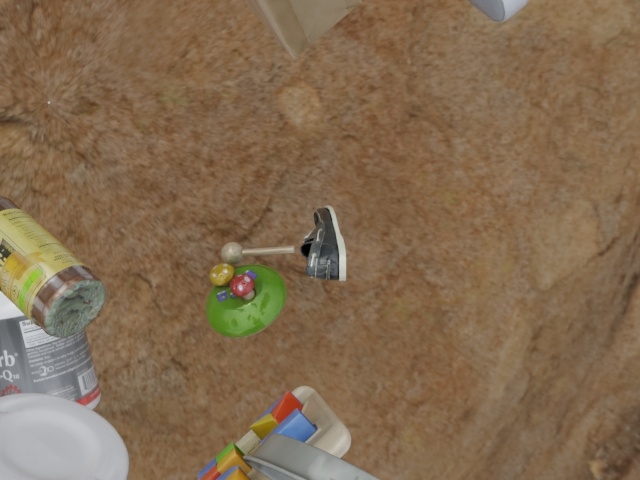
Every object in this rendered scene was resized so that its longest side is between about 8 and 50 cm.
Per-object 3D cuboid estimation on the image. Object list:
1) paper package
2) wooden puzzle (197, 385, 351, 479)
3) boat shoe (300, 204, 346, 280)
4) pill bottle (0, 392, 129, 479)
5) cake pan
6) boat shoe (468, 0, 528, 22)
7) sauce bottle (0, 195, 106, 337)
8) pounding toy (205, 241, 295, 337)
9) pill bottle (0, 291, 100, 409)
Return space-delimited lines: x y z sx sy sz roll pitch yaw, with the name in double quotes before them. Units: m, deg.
"paper package" -0.110 -0.524 1.519 0.168 0.309 0.325 -39 71 3
"wooden puzzle" -0.114 0.407 1.639 0.322 0.348 0.080 -42 102 -6
"boat shoe" 0.000 0.000 1.614 0.079 0.233 0.084 -7 118 -1
"pill bottle" -0.261 0.263 0.736 0.136 0.136 0.245 17 113 -19
"cake pan" 0.026 0.363 1.281 0.293 0.293 0.054 34 70 -19
"boat shoe" 0.078 -0.304 0.614 0.105 0.113 0.306 -33 89 1
"sauce bottle" -0.463 0.007 1.295 0.344 0.111 0.111 35 86 25
"pounding toy" -0.168 0.079 1.849 0.183 0.237 0.110 -4 140 21
"pill bottle" -0.601 0.195 1.838 0.210 0.210 0.363 -14 100 -15
